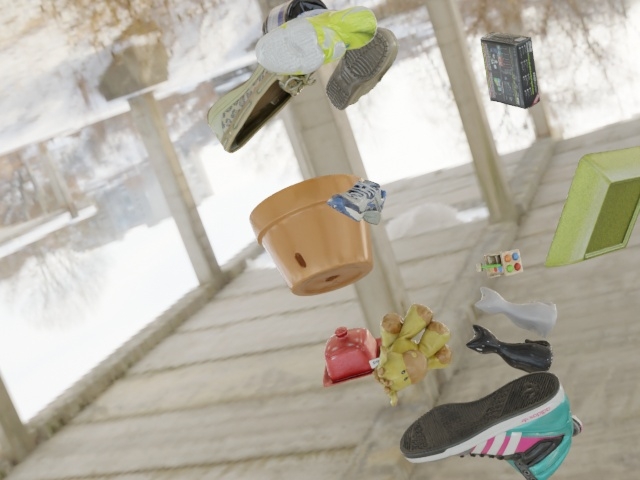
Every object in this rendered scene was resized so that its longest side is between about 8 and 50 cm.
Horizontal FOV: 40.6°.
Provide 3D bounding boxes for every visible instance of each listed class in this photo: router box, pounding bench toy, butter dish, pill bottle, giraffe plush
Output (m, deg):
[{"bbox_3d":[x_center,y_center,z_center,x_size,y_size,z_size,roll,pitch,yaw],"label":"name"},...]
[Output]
[{"bbox_3d":[0.329,-0.296,1.502,0.038,0.122,0.092,-28,-149,-22],"label":"router box"},{"bbox_3d":[0.387,0.053,1.875,0.083,0.052,0.065,-11,180,-31],"label":"pounding bench toy"},{"bbox_3d":[0.068,0.265,2.133,0.160,0.118,0.160,-18,-157,14],"label":"butter dish"},{"bbox_3d":[-0.070,-0.556,2.229,0.123,0.122,0.219,-24,-166,-20],"label":"pill bottle"},{"bbox_3d":[0.181,0.262,1.904,0.210,0.181,0.170,-40,-177,20],"label":"giraffe plush"}]

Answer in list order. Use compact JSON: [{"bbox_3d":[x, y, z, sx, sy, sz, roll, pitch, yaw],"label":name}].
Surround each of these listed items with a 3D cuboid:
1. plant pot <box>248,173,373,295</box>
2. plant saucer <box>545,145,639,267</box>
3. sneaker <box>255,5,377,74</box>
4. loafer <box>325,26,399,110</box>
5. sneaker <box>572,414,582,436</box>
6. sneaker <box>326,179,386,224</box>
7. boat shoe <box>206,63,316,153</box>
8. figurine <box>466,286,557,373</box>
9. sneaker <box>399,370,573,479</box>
[{"bbox_3d":[0.000,0.000,2.016,0.291,0.203,0.291,-17,161,-6],"label":"plant pot"},{"bbox_3d":[0.443,-0.046,1.338,0.188,0.188,0.045,-11,-147,-41],"label":"plant saucer"},{"bbox_3d":[-0.025,-0.340,1.472,0.240,0.091,0.126,-20,-157,-29],"label":"sneaker"},{"bbox_3d":[0.097,-0.384,1.884,0.092,0.102,0.268,-33,177,-32],"label":"loafer"},{"bbox_3d":[0.486,0.407,1.897,0.170,0.063,0.075,13,-147,11],"label":"sneaker"},{"bbox_3d":[0.054,-0.060,1.207,0.052,0.058,0.135,30,-170,21],"label":"sneaker"},{"bbox_3d":[-0.085,-0.275,1.609,0.285,0.089,0.105,-39,152,20],"label":"boat shoe"},{"bbox_3d":[0.485,0.223,2.203,0.210,0.092,0.215,19,-131,2],"label":"figurine"},{"bbox_3d":[0.299,0.347,1.471,0.296,0.178,0.123,-25,-154,19],"label":"sneaker"}]
